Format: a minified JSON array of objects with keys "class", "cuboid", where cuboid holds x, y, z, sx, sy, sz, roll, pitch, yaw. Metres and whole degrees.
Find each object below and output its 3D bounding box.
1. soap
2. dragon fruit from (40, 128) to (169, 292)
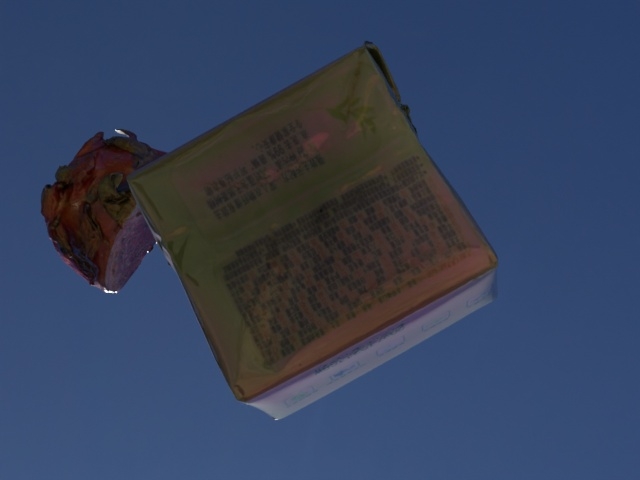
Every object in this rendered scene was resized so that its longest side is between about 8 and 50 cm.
[{"class":"soap","cuboid":[0.000,0.000,0.912,0.199,0.138,0.182,-29,-107,-3]},{"class":"dragon fruit","cuboid":[-0.178,-0.041,1.115,0.102,0.096,0.147,21,-108,25]}]
